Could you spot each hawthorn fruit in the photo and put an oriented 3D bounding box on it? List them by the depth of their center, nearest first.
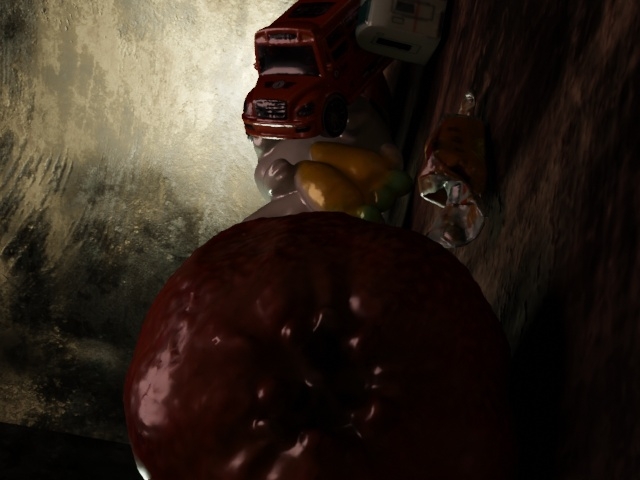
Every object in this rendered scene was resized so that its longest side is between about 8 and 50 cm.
[{"bbox_3d":[0.002,0.090,0.563,0.253,0.205,0.205,81,-162,-77],"label":"hawthorn fruit"}]

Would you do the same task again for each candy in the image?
[{"bbox_3d":[0.090,-0.051,0.723,0.182,0.046,0.053,-80,4,-59],"label":"candy"}]

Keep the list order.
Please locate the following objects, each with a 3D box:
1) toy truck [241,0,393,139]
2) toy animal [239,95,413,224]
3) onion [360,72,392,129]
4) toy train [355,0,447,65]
[{"bbox_3d":[0.010,-0.210,1.149,0.253,0.107,0.114,-48,-48,-37],"label":"toy truck"},{"bbox_3d":[-0.003,-0.004,1.173,0.247,0.182,0.310,96,176,-54],"label":"toy animal"},{"bbox_3d":[0.014,-0.138,1.419,0.248,0.161,0.248,-165,90,-77],"label":"onion"},{"bbox_3d":[0.113,-0.393,1.110,0.086,0.088,0.407,114,167,-79],"label":"toy train"}]
